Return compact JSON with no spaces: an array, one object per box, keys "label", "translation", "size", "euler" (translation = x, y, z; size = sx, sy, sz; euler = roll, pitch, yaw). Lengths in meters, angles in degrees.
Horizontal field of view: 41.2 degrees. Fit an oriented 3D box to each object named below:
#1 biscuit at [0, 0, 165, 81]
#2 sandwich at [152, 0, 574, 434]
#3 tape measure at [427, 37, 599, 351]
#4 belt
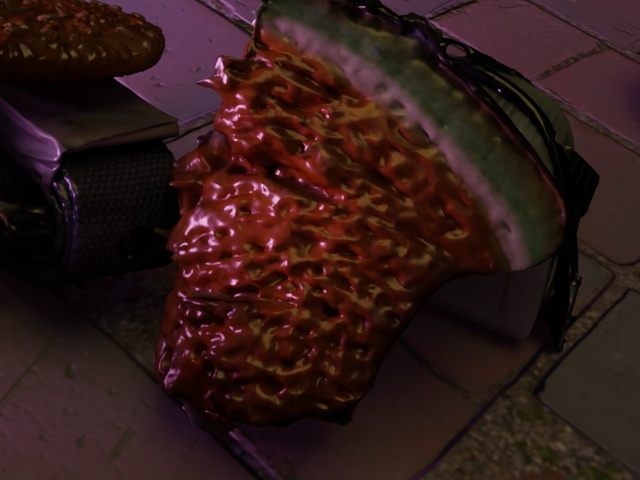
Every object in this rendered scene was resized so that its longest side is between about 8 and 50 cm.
[{"label":"biscuit","translation":[-0.264,-0.162,0.621],"size":[0.306,0.038,0.305],"euler":[7,20,-2]},{"label":"sandwich","translation":[0.000,0.000,0.579],"size":[0.250,0.162,0.301],"euler":[36,89,-1]},{"label":"tape measure","translation":[0.124,-0.044,0.678],"size":[0.235,0.207,0.115],"euler":[24,39,13]},{"label":"belt","translation":[-0.207,-0.057,0.623],"size":[0.126,0.139,0.230],"euler":[-10,40,-46]}]
